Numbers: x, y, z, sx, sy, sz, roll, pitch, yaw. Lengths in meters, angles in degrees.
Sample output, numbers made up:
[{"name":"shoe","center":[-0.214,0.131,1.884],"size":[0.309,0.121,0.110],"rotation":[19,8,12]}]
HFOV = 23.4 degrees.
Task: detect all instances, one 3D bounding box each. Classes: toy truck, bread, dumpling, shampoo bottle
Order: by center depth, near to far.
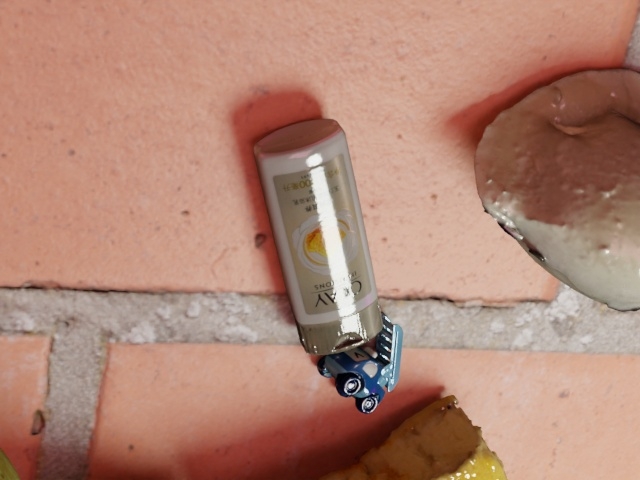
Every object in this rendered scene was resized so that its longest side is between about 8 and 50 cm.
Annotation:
[{"name":"shampoo bottle","center":[0.000,0.000,1.448],"size":[0.086,0.056,0.227],"rotation":[-17,122,-9]},{"name":"dumpling","center":[0.291,-0.055,1.476],"size":[0.243,0.175,0.227],"rotation":[32,74,-45]},{"name":"toy truck","center":[0.049,0.119,1.538],"size":[0.090,0.056,0.073],"rotation":[-48,128,-6]},{"name":"bread","center":[0.062,0.304,1.577],"size":[0.275,0.114,0.185],"rotation":[-29,126,-22]}]

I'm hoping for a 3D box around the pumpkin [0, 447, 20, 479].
[{"name":"pumpkin","center":[-0.395,0.255,1.305],"size":[0.332,0.332,0.199],"rotation":[-40,130,5]}]
